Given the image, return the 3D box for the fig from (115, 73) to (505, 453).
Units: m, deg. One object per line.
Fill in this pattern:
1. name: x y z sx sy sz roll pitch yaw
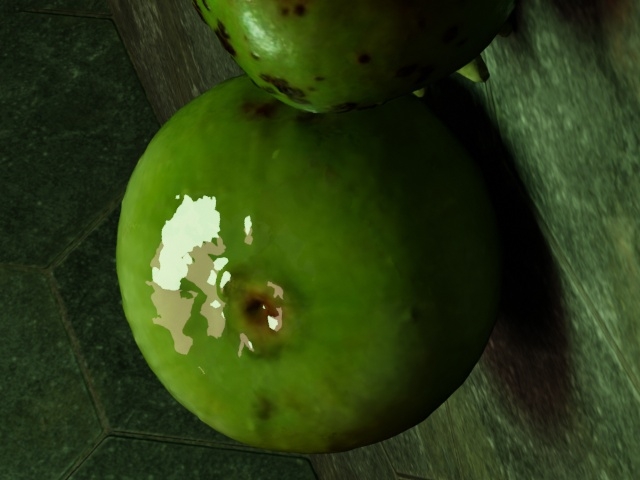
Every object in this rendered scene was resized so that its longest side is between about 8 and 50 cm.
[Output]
1. fig: 0.000 0.000 1.275 0.316 0.316 0.316 160 90 -79

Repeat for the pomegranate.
1. pomegranate: 0.032 -0.159 0.958 0.231 0.231 0.286 60 175 45
